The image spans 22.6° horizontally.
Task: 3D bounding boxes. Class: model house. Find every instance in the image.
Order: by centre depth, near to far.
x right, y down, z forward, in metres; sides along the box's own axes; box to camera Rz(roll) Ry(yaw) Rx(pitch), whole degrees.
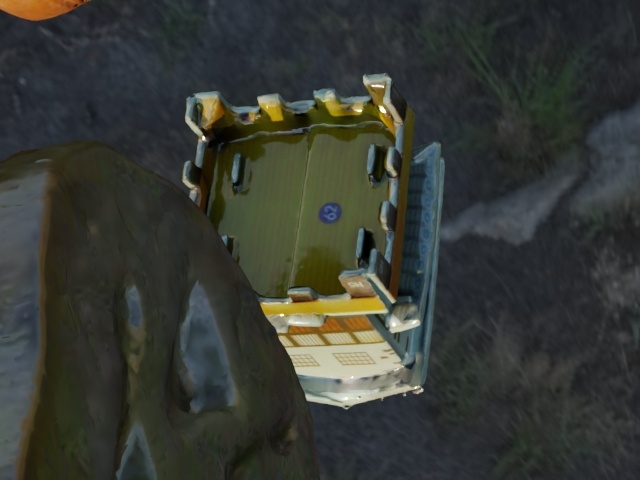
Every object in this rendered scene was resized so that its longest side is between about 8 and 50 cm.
[{"bbox_3d":[0.000,0.000,1.336,0.198,0.215,0.224,-5,63,21],"label":"model house"}]

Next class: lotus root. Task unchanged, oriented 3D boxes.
[{"bbox_3d":[-0.073,0.159,0.600,0.111,0.375,0.390,-14,95,16],"label":"lotus root"}]

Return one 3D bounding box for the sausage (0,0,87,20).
[{"bbox_3d":[-0.189,-0.178,0.771,0.197,0.076,0.076,36,86,-10],"label":"sausage"}]
